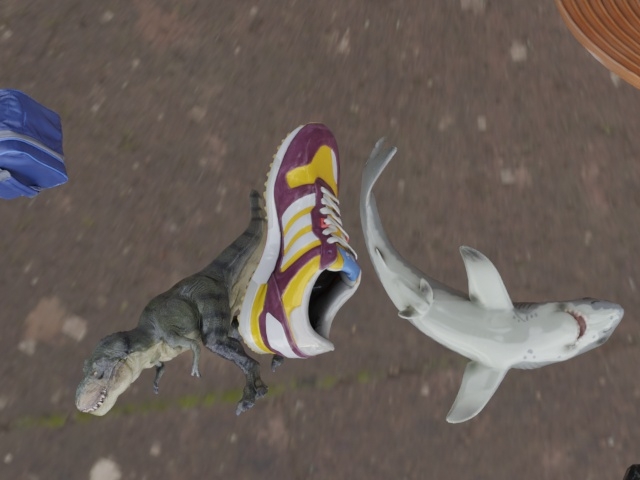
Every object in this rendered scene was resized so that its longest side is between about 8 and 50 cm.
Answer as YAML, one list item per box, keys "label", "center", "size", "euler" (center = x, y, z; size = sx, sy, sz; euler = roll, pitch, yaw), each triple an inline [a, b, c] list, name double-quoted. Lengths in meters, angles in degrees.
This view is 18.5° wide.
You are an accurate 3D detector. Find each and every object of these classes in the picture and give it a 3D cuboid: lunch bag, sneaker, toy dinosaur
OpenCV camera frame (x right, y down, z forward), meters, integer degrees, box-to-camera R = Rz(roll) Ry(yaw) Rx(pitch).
- label: "lunch bag"
  center: [-0.241, -0.069, 1.528]
  size: [0.067, 0.098, 0.065]
  euler: [-16, 69, 21]
- label: "sneaker"
  center: [0.000, 0.000, 1.485]
  size: [0.084, 0.069, 0.185]
  euler: [2, 76, 39]
- label: "toy dinosaur"
  center: [-0.078, 0.066, 1.536]
  size: [0.118, 0.268, 0.064]
  euler: [47, 137, -4]

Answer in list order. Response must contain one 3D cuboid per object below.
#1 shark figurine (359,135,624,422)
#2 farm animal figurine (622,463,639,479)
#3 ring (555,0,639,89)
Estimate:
- label: "shark figurine"
  center: [0.116, 0.043, 1.713]
  size: [0.278, 0.116, 0.166]
  euler: [38, 106, 17]
- label: "farm animal figurine"
  center: [0.244, -0.024, 0.544]
  size: [0.172, 0.330, 0.327]
  euler: [27, 75, 1]
- label: "ring"
  center: [0.327, -0.157, 1.370]
  size: [0.336, 0.336, 0.032]
  euler: [7, 127, 2]
